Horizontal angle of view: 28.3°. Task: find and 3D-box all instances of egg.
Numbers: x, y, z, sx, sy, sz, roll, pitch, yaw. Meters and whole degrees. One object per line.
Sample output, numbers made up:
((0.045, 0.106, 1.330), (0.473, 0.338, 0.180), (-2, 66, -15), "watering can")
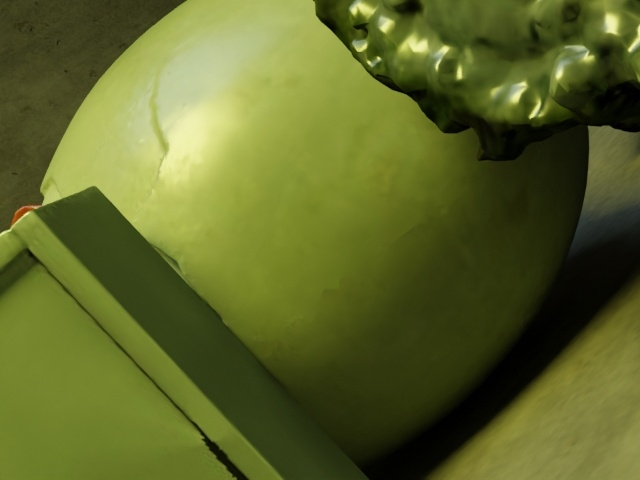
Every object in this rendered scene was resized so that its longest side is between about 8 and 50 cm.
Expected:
((-0.022, 0.000, 0.722), (0.336, 0.278, 0.278), (-47, 5, -6), "egg")

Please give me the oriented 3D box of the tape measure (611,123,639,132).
((0.214, -0.201, 0.921), (0.149, 0.231, 0.245), (-40, 9, 30), "tape measure")

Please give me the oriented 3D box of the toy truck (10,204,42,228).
((-0.163, 0.021, 0.948), (0.253, 0.114, 0.107), (-35, -48, -87), "toy truck")

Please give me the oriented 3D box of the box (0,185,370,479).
((-0.114, 0.135, 0.553), (0.225, 0.225, 0.117), (-42, 4, 7), "box")

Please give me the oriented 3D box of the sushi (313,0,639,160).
((0.118, -0.211, 0.474), (0.178, 0.352, 0.294), (-15, 20, -36), "sushi")
